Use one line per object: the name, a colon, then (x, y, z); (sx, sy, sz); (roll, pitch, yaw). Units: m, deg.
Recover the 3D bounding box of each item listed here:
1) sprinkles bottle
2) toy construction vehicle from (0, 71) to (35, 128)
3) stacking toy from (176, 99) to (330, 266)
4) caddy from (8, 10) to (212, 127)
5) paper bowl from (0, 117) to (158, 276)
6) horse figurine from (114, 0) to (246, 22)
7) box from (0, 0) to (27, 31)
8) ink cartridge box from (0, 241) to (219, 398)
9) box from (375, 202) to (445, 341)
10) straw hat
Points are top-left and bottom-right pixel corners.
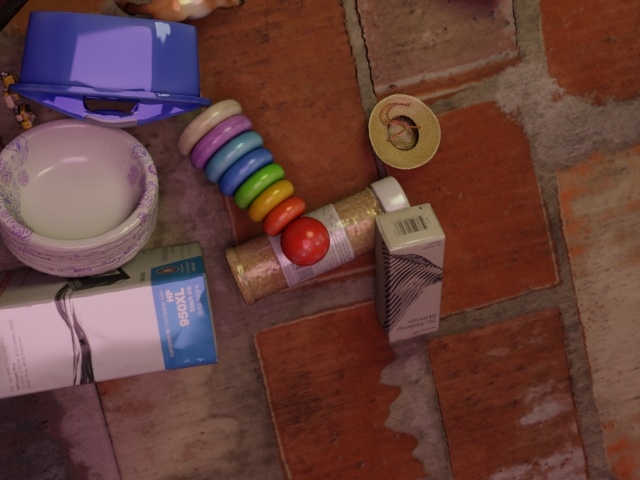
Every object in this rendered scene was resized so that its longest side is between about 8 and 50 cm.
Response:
sprinkles bottle: (0.000, 0.000, 1.858); (0.355, 0.121, 0.121); (-24, 105, -4)
toy construction vehicle: (-0.534, -0.249, 1.737); (0.035, 0.098, 0.086); (-20, 122, -7)
stacking toy: (-0.109, -0.088, 1.760); (0.141, 0.141, 0.330); (-39, 84, 0)
caddy: (-0.355, -0.283, 1.682); (0.341, 0.241, 0.179); (3, 95, -10)
paper bowl: (-0.425, -0.064, 1.720); (0.284, 0.284, 0.148); (-3, 146, -9)
horse figurine: (-0.224, -0.416, 1.705); (0.263, 0.174, 0.066); (-13, 101, -6)
box: (-0.562, -0.424, 1.547); (0.191, 0.381, 0.143); (49, 50, -15)
ink cartridge box: (-0.391, 0.133, 1.736); (0.394, 0.285, 0.166); (-9, 103, -8)
box: (0.165, 0.065, 1.843); (0.113, 0.094, 0.275); (-14, 138, -8)
straw hat: (0.156, -0.203, 1.872); (0.144, 0.061, 0.145); (0, 85, -5)
